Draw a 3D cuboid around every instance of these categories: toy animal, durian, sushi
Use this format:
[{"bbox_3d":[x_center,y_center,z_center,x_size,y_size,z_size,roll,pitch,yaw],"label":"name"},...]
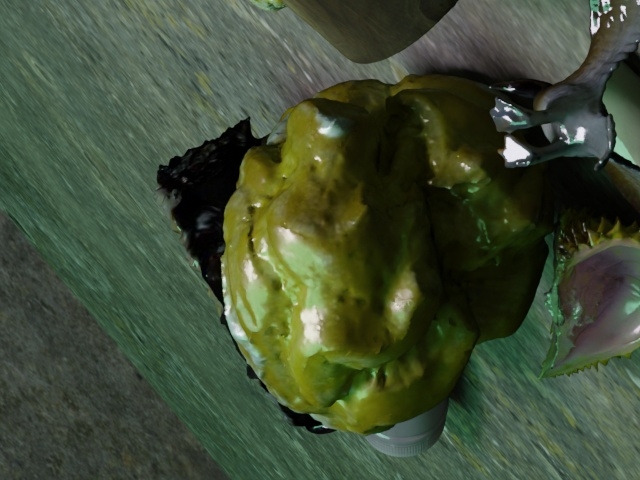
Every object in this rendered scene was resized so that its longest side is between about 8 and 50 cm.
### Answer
[{"bbox_3d":[0.196,-0.114,1.456,0.197,0.160,0.272,10,117,35],"label":"toy animal"},{"bbox_3d":[0.266,0.045,1.769,0.165,0.132,0.182,5,126,48],"label":"durian"},{"bbox_3d":[0.000,0.000,2.086,0.328,0.285,0.328,59,180,-21],"label":"sushi"}]

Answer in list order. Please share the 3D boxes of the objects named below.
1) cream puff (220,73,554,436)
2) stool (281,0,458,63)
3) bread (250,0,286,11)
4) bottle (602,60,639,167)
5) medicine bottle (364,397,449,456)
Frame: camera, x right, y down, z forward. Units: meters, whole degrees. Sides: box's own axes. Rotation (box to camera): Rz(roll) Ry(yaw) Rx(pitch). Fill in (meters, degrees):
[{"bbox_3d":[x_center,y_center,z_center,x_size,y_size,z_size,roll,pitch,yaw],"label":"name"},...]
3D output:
[{"bbox_3d":[0.085,0.002,1.745,0.275,0.378,0.378,1,140,25],"label":"cream puff"},{"bbox_3d":[-0.007,-0.290,1.485,0.264,0.179,0.179,38,167,-25],"label":"stool"},{"bbox_3d":[-0.043,-0.284,1.796,0.110,0.103,0.156,46,170,17],"label":"bread"},{"bbox_3d":[0.290,-0.071,1.552,0.201,0.072,0.072,45,162,4],"label":"bottle"},{"bbox_3d":[0.107,0.189,2.440,0.133,0.133,0.249,39,161,22],"label":"medicine bottle"}]
